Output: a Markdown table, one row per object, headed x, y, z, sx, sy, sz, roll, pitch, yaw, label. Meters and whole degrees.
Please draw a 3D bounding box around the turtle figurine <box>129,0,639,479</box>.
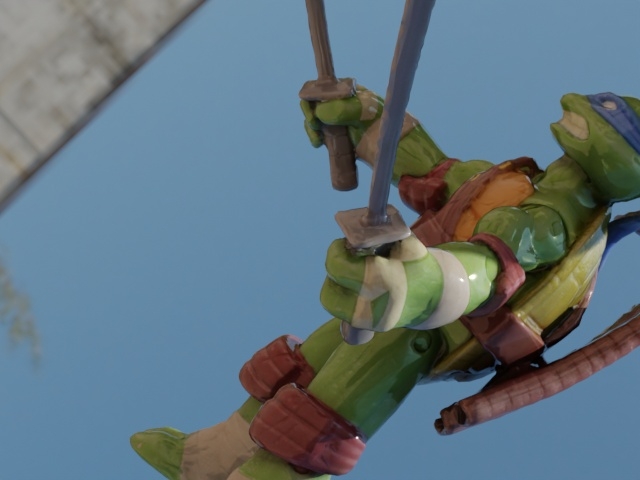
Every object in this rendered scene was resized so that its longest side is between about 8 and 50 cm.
| x | y | z | sx | sy | sz | roll | pitch | yaw | label |
| --- | --- | --- | --- | --- | --- | --- | --- | --- | --- |
| 0.000 | 0.000 | 0.850 | 0.266 | 0.274 | 0.198 | -50 | -135 | 7 | turtle figurine |
